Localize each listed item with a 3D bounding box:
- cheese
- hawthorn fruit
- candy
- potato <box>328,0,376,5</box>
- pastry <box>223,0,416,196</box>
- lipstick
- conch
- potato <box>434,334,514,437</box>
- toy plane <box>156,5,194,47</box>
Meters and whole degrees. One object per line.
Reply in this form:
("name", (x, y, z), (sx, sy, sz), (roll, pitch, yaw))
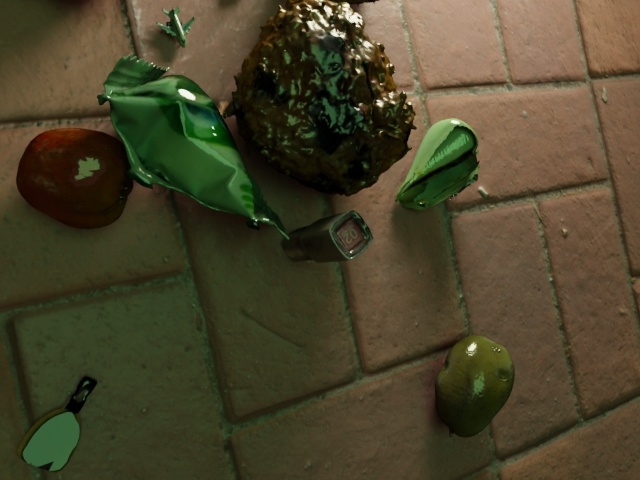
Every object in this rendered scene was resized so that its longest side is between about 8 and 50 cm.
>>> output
("cheese", (-0.450, 0.316, 0.917), (0.086, 0.036, 0.162), (33, 72, -17))
("hawthorn fruit", (-0.419, -0.108, 0.902), (0.189, 0.189, 0.189), (3, 84, -26))
("candy", (-0.205, -0.152, 0.969), (0.398, 0.263, 0.172), (41, 105, -16))
("potato", (0.053, -0.609, 1.182), (0.262, 0.165, 0.164), (-25, 96, -33))
("pastry", (-0.002, -0.268, 1.055), (0.337, 0.292, 0.405), (-39, 112, -13))
("lipstick", (0.000, 0.000, 1.046), (0.079, 0.253, 0.077), (-41, 104, -24))
("conch", (0.300, -0.178, 1.273), (0.144, 0.137, 0.250), (29, 74, -22))
("potato", (0.362, 0.352, 1.246), (0.174, 0.159, 0.251), (29, 81, 4))
("toy plane", (-0.293, -0.434, 1.068), (0.080, 0.033, 0.083), (-22, 102, -27))
